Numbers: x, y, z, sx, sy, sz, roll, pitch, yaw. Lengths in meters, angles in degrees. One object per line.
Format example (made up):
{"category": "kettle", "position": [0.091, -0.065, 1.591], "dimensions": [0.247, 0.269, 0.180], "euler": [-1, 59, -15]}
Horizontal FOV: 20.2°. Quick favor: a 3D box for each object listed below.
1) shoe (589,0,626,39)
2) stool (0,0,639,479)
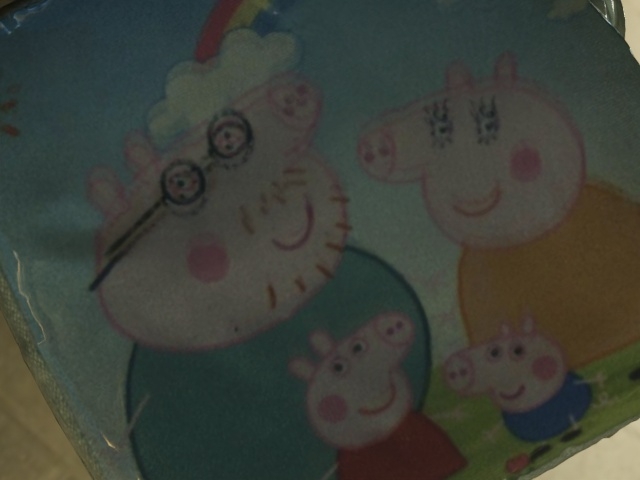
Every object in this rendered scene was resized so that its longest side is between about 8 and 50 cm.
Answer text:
{"category": "shoe", "position": [0.154, -0.122, 1.245], "dimensions": [0.098, 0.103, 0.274], "euler": [46, 30, -35]}
{"category": "stool", "position": [0.001, 0.002, 0.897], "dimensions": [0.310, 0.310, 0.226], "euler": [62, -9, 9]}
